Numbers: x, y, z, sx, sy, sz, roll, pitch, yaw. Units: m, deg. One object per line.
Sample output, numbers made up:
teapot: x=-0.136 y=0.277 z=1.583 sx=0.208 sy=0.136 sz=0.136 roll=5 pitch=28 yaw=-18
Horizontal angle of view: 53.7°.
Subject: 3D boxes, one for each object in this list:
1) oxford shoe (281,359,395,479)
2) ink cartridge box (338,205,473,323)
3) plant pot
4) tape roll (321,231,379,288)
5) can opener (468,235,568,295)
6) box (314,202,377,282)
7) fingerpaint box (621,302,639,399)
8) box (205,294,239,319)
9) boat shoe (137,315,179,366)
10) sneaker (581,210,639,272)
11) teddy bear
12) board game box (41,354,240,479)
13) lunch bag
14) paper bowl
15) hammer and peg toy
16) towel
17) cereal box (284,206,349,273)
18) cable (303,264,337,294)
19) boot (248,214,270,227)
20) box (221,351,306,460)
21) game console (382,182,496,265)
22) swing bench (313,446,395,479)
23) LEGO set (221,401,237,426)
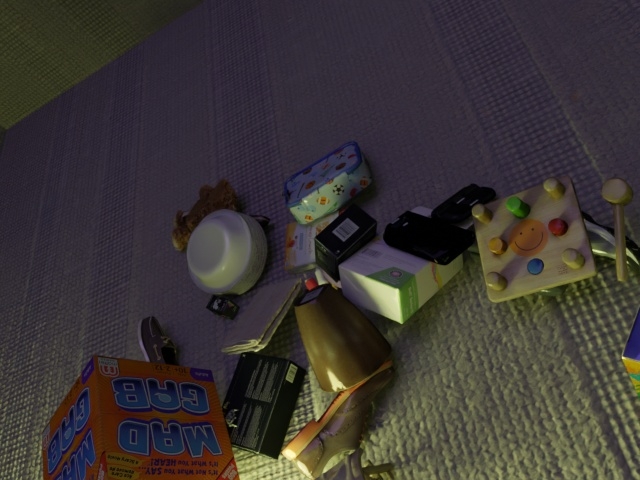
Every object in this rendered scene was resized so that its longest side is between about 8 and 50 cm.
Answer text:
oxford shoe: x=0.075 y=0.459 z=1.629 sx=0.364 sy=0.130 sz=0.133 roll=-43 pitch=79 yaw=-7
ink cartridge box: x=0.242 y=0.053 z=1.701 sx=0.207 sy=0.119 sz=0.353 roll=20 pitch=44 yaw=41
plant pot: x=0.034 y=0.235 z=1.644 sx=0.215 sy=0.230 sz=0.215 roll=-30 pitch=10 yaw=6
tape roll: x=0.089 y=0.043 z=1.844 sx=0.189 sy=0.080 sz=0.189 roll=-2 pitch=61 yaw=3
can opener: x=0.492 y=0.064 z=1.607 sx=0.283 sy=0.076 sz=0.095 roll=17 pitch=68 yaw=41
box: x=0.068 y=0.008 z=1.727 sx=0.156 sy=0.158 sz=0.093 roll=-41 pitch=68 yaw=-19
fingerpaint box: x=0.747 y=0.109 z=1.203 sx=0.163 sy=0.371 sz=0.445 roll=14 pitch=69 yaw=39
box: x=-0.319 y=0.218 z=2.067 sx=0.083 sy=0.062 sz=0.052 roll=11 pitch=66 yaw=39
boat shoe: x=-0.517 y=0.376 z=2.067 sx=0.097 sy=0.116 sz=0.324 roll=-31 pitch=52 yaw=8
sneaker: x=0.660 y=0.007 z=1.533 sx=0.271 sy=0.100 sz=0.108 roll=40 pitch=112 yaw=40
teddy bear: x=-0.425 y=-0.087 z=2.329 sx=0.338 sy=0.113 sz=0.245 roll=-42 pitch=39 yaw=14
board game box: x=-0.490 y=0.571 z=1.678 sx=0.356 sy=0.356 sz=0.356 roll=-51 pitch=42 yaw=26
lunch bag: x=0.015 y=-0.191 z=2.052 sx=0.303 sy=0.115 sz=0.243 roll=-28 pitch=30 yaw=14
paper bowl: x=-0.326 y=0.037 z=2.086 sx=0.284 sy=0.148 sz=0.284 roll=-7 pitch=76 yaw=31
hammer and peg toy: x=0.541 y=-0.013 z=1.470 sx=0.361 sy=0.127 sz=0.266 roll=-20 pitch=61 yaw=31
towel: x=-0.171 y=0.227 z=1.891 sx=0.187 sy=0.049 sz=0.282 roll=-17 pitch=29 yaw=44
cereal box: x=0.000 y=0.000 z=2.004 sx=0.240 sy=0.047 sz=0.173 roll=-16 pitch=54 yaw=25
cable: x=0.028 y=0.184 z=1.845 sx=0.139 sy=0.072 sz=0.287 roll=-32 pitch=47 yaw=7
boot: x=-0.255 y=-0.002 z=2.174 sx=0.198 sy=0.077 sz=0.137 roll=-20 pitch=56 yaw=39
box: x=-0.173 y=0.460 z=1.781 sx=0.184 sy=0.103 sz=0.261 roll=4 pitch=64 yaw=35
game console: x=0.350 y=-0.059 z=1.694 sx=0.213 sy=0.044 sz=0.361 roll=23 pitch=45 yaw=40
swing bench: x=0.041 y=0.610 z=1.431 sx=0.253 sy=0.255 sz=0.165 roll=-36 pitch=47 yaw=9
LEGO set: x=-0.254 y=0.480 z=1.741 sx=0.083 sy=0.023 sz=0.054 roll=23 pitch=77 yaw=43
